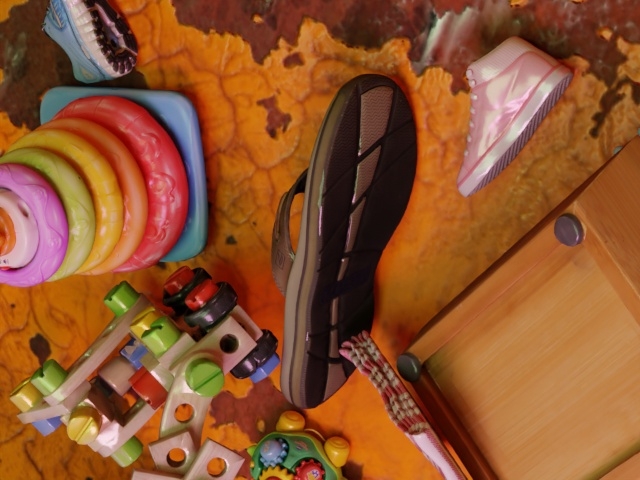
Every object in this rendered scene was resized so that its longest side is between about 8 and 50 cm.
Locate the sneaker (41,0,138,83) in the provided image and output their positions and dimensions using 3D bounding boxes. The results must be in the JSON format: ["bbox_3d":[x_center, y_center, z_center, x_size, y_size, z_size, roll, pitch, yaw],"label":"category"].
[{"bbox_3d":[-0.231,-0.211,1.415,0.073,0.063,0.162,-22,94,36],"label":"sneaker"}]

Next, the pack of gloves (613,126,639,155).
[{"bbox_3d":[0.283,0.038,1.218,0.232,0.046,0.195,41,120,12],"label":"pack of gloves"}]

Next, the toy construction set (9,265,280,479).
[{"bbox_3d":[-0.143,0.133,1.359,0.151,0.215,0.327,51,171,-29],"label":"toy construction set"}]

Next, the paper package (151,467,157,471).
[{"bbox_3d":[-0.189,0.420,1.445,0.168,0.309,0.325,-35,86,35],"label":"paper package"}]

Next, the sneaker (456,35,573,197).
[{"bbox_3d":[0.135,-0.102,1.253,0.070,0.051,0.134,42,118,13],"label":"sneaker"}]

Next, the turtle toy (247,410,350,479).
[{"bbox_3d":[-0.014,0.221,1.428,0.130,0.066,0.095,28,117,19],"label":"turtle toy"}]

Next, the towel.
[{"bbox_3d":[0.083,0.164,1.276,0.029,0.197,0.144,-35,115,0],"label":"towel"}]

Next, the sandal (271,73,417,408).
[{"bbox_3d":[-0.001,0.001,1.328,0.086,0.120,0.303,31,119,33],"label":"sandal"}]

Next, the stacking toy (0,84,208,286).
[{"bbox_3d":[-0.237,-0.024,1.335,0.175,0.302,0.166,5,108,27],"label":"stacking toy"}]

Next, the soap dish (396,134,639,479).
[{"bbox_3d":[0.202,0.096,1.193,0.229,0.118,0.291,57,136,14],"label":"soap dish"}]
